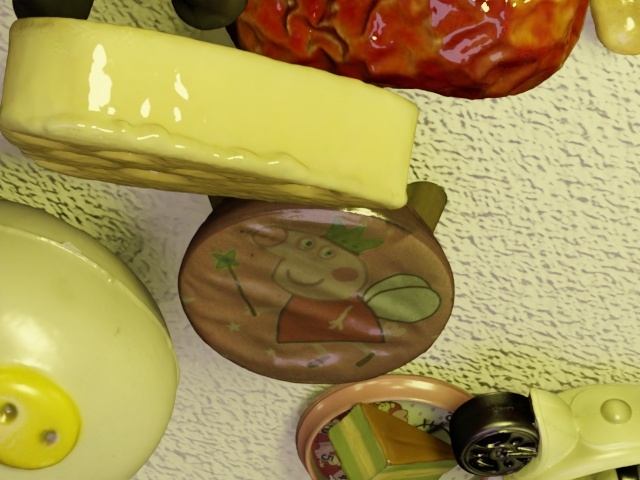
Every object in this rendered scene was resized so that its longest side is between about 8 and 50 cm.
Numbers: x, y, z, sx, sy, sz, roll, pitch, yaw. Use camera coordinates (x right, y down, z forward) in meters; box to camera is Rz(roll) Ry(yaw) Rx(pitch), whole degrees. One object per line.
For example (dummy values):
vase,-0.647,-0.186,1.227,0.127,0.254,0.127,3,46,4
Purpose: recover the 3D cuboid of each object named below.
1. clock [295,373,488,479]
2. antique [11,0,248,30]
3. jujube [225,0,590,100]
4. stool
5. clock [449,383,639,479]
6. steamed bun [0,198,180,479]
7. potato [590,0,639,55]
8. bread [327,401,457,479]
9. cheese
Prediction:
clock,0.091,0.241,2.170,0.244,0.056,0.244,2,133,2
antique,-0.223,-0.300,1.518,0.322,0.185,0.255,2,160,9
jujube,0.070,-0.216,1.620,0.342,0.216,0.216,-2,137,28
stool,0.000,0.000,1.846,0.272,0.178,0.272,2,135,2
clock,0.319,0.273,2.130,0.276,0.120,0.379,-17,141,8
steamed bun,-0.331,0.124,1.909,0.374,0.334,0.334,38,127,-24
potato,0.281,-0.214,1.696,0.062,0.068,0.083,17,134,47
bread,0.090,0.236,2.119,0.139,0.084,0.074,1,143,-43
cheese,-0.145,-0.111,1.576,0.383,0.104,0.384,8,176,1
